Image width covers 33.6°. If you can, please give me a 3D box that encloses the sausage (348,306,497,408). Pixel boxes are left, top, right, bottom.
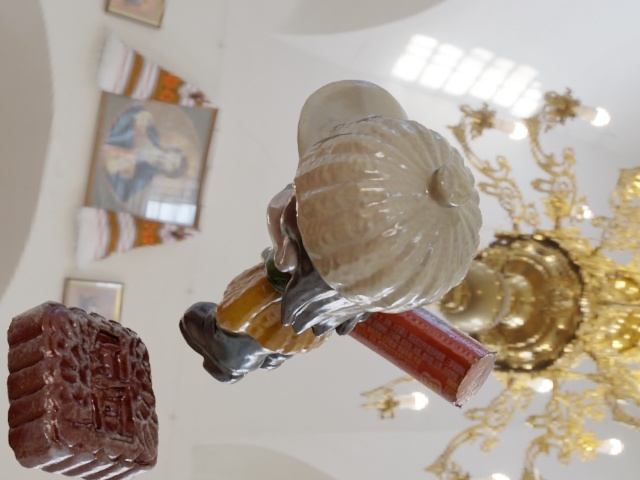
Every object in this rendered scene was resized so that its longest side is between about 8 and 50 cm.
[{"bbox_3d":[0.062,0.085,1.179,0.274,0.074,0.074,32,-74,26],"label":"sausage"}]

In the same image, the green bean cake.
[{"bbox_3d":[-0.193,0.126,0.876,0.056,0.136,0.135,-27,-121,24],"label":"green bean cake"}]

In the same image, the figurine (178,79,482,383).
[{"bbox_3d":[0.013,0.027,0.968,0.204,0.185,0.332,46,-53,25],"label":"figurine"}]
